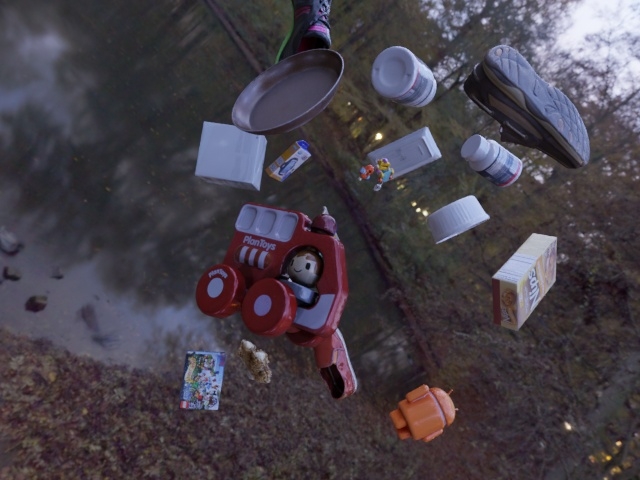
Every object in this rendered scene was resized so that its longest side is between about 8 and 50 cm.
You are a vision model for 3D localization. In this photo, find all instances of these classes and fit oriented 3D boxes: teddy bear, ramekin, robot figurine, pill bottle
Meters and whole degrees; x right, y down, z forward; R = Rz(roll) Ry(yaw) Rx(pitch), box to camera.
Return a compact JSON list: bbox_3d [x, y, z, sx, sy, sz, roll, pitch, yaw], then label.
[{"bbox_3d":[-0.347,0.645,2.319,0.245,0.113,0.338,38,-29,7],"label":"teddy bear"},{"bbox_3d":[0.645,-0.102,2.112,0.135,0.277,0.277,66,14,9],"label":"ramekin"},{"bbox_3d":[0.338,0.559,1.430,0.128,0.219,0.158,78,-11,-66],"label":"robot figurine"},{"bbox_3d":[0.301,-0.559,1.549,0.161,0.161,0.283,57,28,12],"label":"pill bottle"},{"bbox_3d":[0.533,-0.253,1.392,0.180,0.108,0.108,26,24,-23],"label":"pill bottle"}]

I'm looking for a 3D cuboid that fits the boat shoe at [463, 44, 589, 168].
[{"bbox_3d":[0.480,-0.292,1.031,0.355,0.130,0.132,40,59,-13],"label":"boat shoe"}]

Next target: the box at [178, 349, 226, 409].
[{"bbox_3d":[-0.485,0.573,1.814,0.159,0.233,0.044,8,3,-20],"label":"box"}]

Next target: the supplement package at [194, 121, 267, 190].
[{"bbox_3d":[-0.313,-0.295,1.576,0.149,0.203,0.194,76,23,-86],"label":"supplement package"}]

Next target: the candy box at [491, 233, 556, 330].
[{"bbox_3d":[0.677,0.129,1.462,0.087,0.316,0.183,14,-53,43],"label":"candy box"}]

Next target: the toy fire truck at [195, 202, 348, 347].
[{"bbox_3d":[-0.078,0.056,0.859,0.302,0.254,0.169,11,-13,35],"label":"toy fire truck"}]

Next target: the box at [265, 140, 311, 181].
[{"bbox_3d":[-0.086,-0.227,1.264,0.028,0.136,0.081,56,14,16],"label":"box"}]

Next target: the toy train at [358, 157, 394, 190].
[{"bbox_3d":[0.201,-0.251,1.627,0.046,0.125,0.166,59,14,29],"label":"toy train"}]

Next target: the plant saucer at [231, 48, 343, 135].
[{"bbox_3d":[-0.079,-0.363,1.106,0.050,0.310,0.311,57,8,-44],"label":"plant saucer"}]

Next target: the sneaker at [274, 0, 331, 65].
[{"bbox_3d":[-0.020,-0.761,1.542,0.185,0.483,0.202,-6,29,-36],"label":"sneaker"}]

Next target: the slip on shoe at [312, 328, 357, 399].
[{"bbox_3d":[0.028,0.407,1.562,0.101,0.123,0.331,-24,92,-57],"label":"slip on shoe"}]

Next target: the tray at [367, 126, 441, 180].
[{"bbox_3d":[0.337,-0.339,1.799,0.145,0.270,0.030,57,31,-20],"label":"tray"}]

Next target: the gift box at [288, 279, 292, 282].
[{"bbox_3d":[-0.210,0.174,1.898,0.255,0.258,0.276,56,48,-42],"label":"gift box"}]

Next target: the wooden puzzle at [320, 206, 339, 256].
[{"bbox_3d":[0.011,0.030,1.622,0.221,0.044,0.239,65,42,-52],"label":"wooden puzzle"}]
